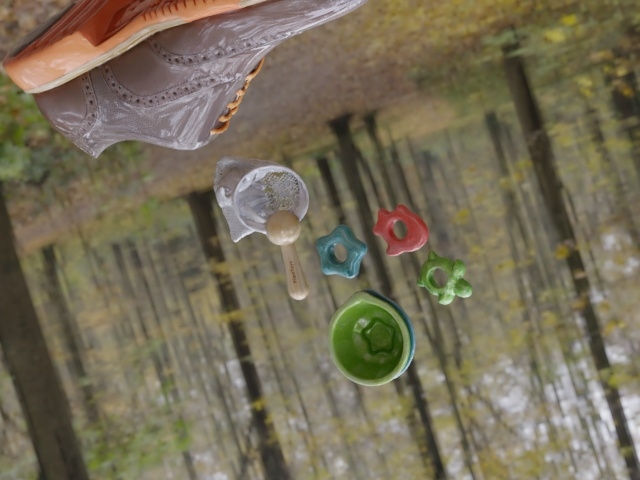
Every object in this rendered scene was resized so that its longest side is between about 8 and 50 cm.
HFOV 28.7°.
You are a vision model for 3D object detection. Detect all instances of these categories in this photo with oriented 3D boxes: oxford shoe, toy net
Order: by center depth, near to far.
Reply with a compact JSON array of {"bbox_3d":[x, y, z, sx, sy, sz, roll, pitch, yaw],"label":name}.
[{"bbox_3d":[0.000,0.000,0.966,0.122,0.232,0.045,-55,162,23],"label":"toy net"},{"bbox_3d":[-0.084,-0.154,0.984,0.363,0.133,0.130,-11,-147,38],"label":"oxford shoe"}]
